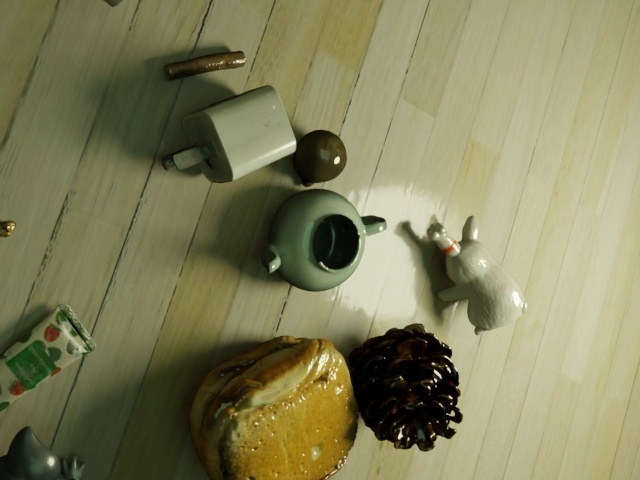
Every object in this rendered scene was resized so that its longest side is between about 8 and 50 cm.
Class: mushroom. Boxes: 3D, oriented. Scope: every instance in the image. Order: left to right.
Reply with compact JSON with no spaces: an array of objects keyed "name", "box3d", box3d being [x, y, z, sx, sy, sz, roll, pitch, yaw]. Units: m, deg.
[{"name":"mushroom","box3d":[-0.575,0.003,0.884,0.286,0.028,0.026,-12,143,-31]}]

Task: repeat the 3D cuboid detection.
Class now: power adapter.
[{"name":"power adapter","box3d":[-0.165,-0.164,1.066,0.205,0.130,0.125,-30,109,-29]}]

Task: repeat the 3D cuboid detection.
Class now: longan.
[{"name":"longan","box3d":[-0.002,-0.150,1.199,0.106,0.106,0.119,-9,138,-32]}]

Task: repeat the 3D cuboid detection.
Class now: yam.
[{"name":"yam","box3d":[-0.196,-0.300,1.093,0.145,0.032,0.032,-21,105,-31]}]

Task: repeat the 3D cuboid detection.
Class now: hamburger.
[{"name":"hamburger","box3d":[-0.077,0.326,1.139,0.305,0.174,0.284,-22,108,-30]}]

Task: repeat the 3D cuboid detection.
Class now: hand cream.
[{"name":"hand cream","box3d":[-0.471,0.210,0.948,0.276,0.059,0.095,-40,116,-28]}]

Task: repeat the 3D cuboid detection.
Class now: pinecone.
[{"name":"pinecone","box3d":[0.166,0.286,1.257,0.224,0.272,0.224,1,112,4]}]

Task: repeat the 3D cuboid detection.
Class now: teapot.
[{"name":"teapot","box3d":[0.000,0.000,1.187,0.294,0.129,0.193,-19,105,-30]}]

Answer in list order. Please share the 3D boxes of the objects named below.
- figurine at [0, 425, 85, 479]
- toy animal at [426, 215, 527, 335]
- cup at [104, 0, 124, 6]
[{"name":"figurine","box3d":[-0.426,0.429,0.948,0.193,0.140,0.265,-34,88,-7]},{"name":"toy animal","box3d":[0.331,0.067,1.419,0.282,0.138,0.140,50,58,-1]},{"name":"cup","box3d":[-0.335,-0.486,0.921,0.226,0.185,0.241,41,42,-34]}]
